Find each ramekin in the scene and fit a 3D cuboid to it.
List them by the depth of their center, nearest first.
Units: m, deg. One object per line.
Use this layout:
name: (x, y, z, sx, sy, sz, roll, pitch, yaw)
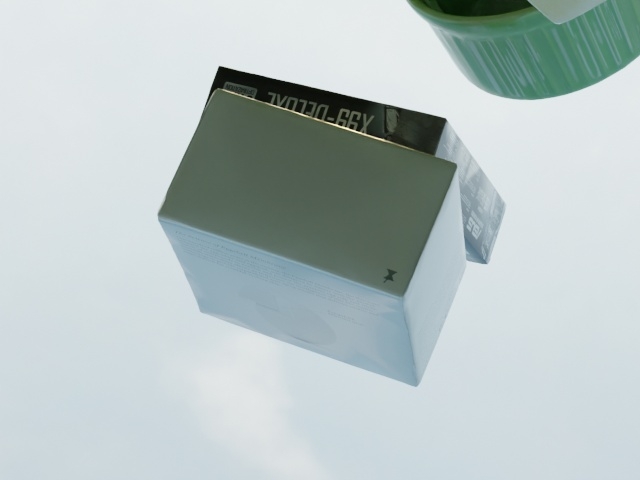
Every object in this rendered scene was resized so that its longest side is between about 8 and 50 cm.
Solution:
ramekin: (0.251, -0.299, 2.138, 0.303, 0.148, 0.303, -18, -137, 17)

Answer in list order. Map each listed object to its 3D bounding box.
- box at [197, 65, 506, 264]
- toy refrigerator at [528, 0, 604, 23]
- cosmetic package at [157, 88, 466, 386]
box: (0.040, -0.072, 1.950, 0.242, 0.307, 0.076, 15, -100, 19)
toy refrigerator: (0.045, -0.192, 0.724, 0.094, 0.269, 0.102, -30, -124, 23)
cosmetic package: (0.000, 0.000, 1.680, 0.224, 0.224, 0.138, 19, -108, 13)
